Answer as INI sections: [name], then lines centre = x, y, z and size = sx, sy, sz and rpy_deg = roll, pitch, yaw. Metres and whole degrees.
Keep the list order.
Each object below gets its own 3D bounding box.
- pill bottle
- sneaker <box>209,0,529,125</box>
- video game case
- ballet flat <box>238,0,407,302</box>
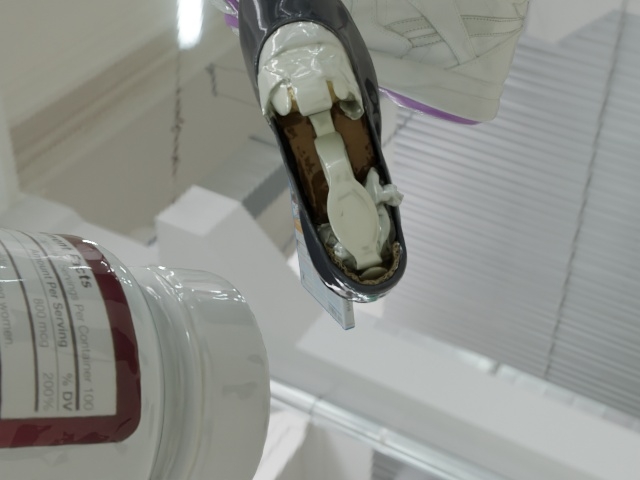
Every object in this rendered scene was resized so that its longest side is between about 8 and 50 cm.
[pill bottle]
centre = -0.242, 0.098, 0.662
size = 0.392, 0.224, 0.224
rpy_deg = 7, -75, -40
[sneaker]
centre = 0.038, -0.186, 0.764
size = 0.305, 0.114, 0.152
rpy_deg = 11, -71, -43
[video game case]
centre = 0.000, 0.000, 1.137
size = 0.015, 0.119, 0.166
rpy_deg = -17, -60, -19
[ballet flat]
centre = 0.005, -0.059, 0.582
size = 0.074, 0.074, 0.203
rpy_deg = -31, -73, -56
